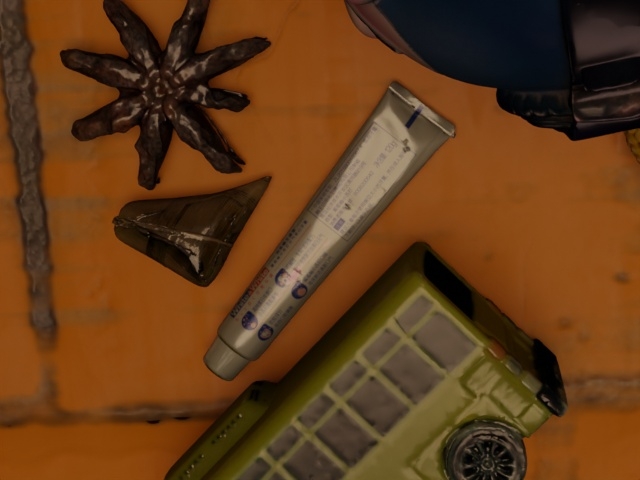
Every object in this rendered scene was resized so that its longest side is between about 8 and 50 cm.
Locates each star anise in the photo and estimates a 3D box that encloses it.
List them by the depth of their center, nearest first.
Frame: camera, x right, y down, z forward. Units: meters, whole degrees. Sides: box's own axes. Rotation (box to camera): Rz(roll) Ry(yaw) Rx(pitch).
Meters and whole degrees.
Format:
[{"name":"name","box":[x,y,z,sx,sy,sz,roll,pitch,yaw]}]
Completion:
[{"name":"star anise","box":[-0.100,-0.096,0.959,0.141,0.042,0.141,1,101,6]}]

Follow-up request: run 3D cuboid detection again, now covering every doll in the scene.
[{"name":"doll","box":[0.103,-0.194,0.782,0.240,0.310,0.284,-14,100,6]}]

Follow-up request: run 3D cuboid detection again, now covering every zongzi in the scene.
[{"name":"zongzi","box":[-0.083,-0.022,0.977,0.076,0.040,0.083,30,91,5]}]

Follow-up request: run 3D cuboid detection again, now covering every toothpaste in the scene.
[{"name":"toothpaste","box":[0.000,0.000,0.975,0.052,0.033,0.218,38,100,-4]}]

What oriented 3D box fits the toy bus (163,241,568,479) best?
[{"name":"toy bus","box":[0.016,0.136,0.953,0.150,0.128,0.262,43,101,-4]}]

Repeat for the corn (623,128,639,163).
[{"name":"corn","box":[0.252,-0.020,0.927,0.067,0.067,0.206,-38,98,12]}]
